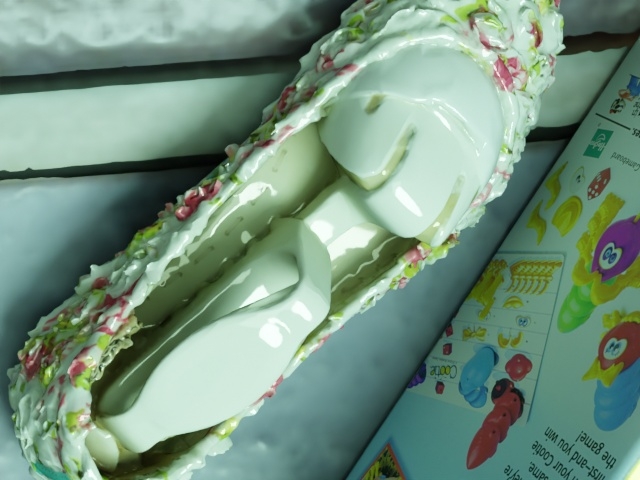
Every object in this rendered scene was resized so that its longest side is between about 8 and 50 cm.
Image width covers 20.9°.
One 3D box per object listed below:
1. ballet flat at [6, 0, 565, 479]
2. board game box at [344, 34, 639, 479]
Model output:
[{"bbox_3d":[0.000,0.000,0.555,0.241,0.077,0.091,-47,112,-1],"label":"ballet flat"},{"bbox_3d":[0.113,0.091,0.579,0.142,0.144,0.275,32,95,-23],"label":"board game box"}]
